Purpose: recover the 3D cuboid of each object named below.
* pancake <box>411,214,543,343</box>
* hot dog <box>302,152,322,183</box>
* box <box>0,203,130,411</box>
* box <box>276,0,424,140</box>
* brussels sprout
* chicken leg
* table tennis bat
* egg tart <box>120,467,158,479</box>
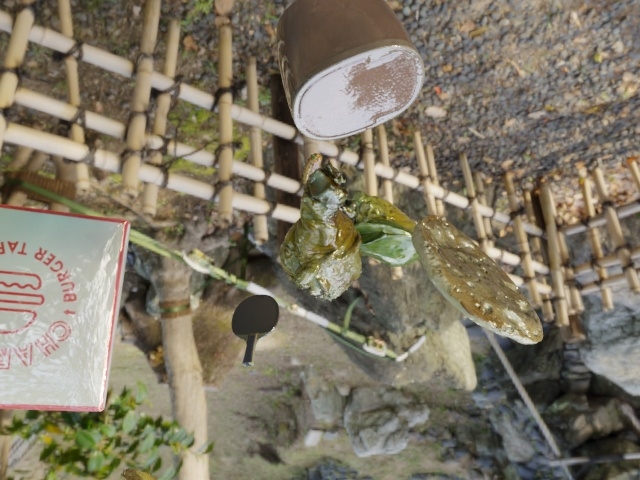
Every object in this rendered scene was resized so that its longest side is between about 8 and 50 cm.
[{"bbox_3d":[0.132,0.032,0.481,0.139,0.139,0.022,21,120,-37],"label":"pancake"},{"bbox_3d":[-0.027,-0.191,1.516,0.037,0.049,0.122,41,147,9],"label":"hot dog"},{"bbox_3d":[-0.514,0.114,0.987,0.314,0.312,0.300,8,171,-19],"label":"box"},{"bbox_3d":[0.052,-0.384,1.213,0.300,0.216,0.301,-15,160,-6],"label":"box"},{"bbox_3d":[0.103,-0.009,0.895,0.139,0.101,0.181,29,180,39],"label":"brussels sprout"},{"bbox_3d":[0.000,0.000,0.674,0.103,0.088,0.228,-24,152,-8],"label":"chicken leg"},{"bbox_3d":[-0.126,0.166,1.083,0.095,0.158,0.014,-5,137,11],"label":"table tennis bat"},{"bbox_3d":[-0.389,0.683,1.401,0.315,0.120,0.315,32,157,15],"label":"egg tart"}]
